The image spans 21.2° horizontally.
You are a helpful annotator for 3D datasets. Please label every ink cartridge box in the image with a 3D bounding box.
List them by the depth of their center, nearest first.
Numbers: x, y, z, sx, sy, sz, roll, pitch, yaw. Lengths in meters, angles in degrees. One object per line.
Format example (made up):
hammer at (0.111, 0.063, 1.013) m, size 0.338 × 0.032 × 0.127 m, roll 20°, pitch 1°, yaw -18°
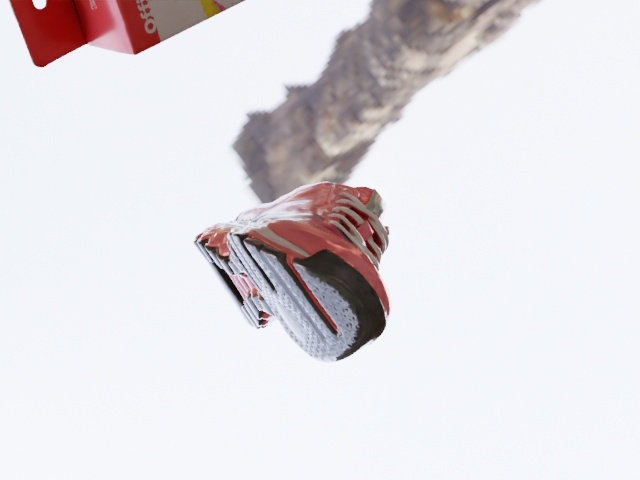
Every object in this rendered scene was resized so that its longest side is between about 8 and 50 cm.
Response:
ink cartridge box at (-0.120, -0.226, 1.261) m, size 0.231 × 0.078 × 0.134 m, roll -32°, pitch -61°, yaw -27°

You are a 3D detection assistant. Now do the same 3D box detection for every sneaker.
sneaker at (0.000, -0.001, 1.319) m, size 0.136 × 0.314 × 0.116 m, roll -36°, pitch -75°, yaw -12°
